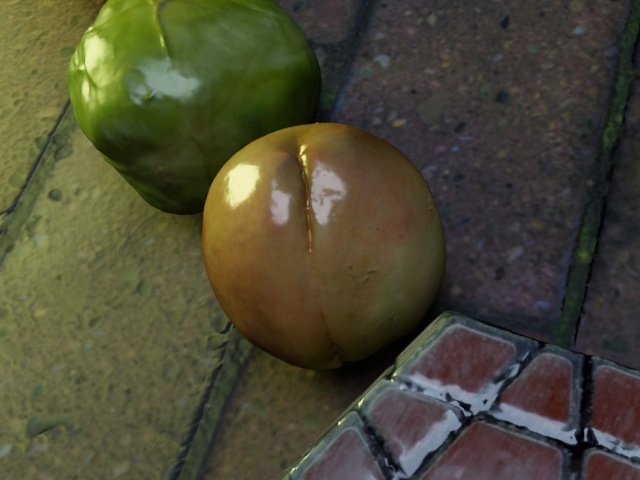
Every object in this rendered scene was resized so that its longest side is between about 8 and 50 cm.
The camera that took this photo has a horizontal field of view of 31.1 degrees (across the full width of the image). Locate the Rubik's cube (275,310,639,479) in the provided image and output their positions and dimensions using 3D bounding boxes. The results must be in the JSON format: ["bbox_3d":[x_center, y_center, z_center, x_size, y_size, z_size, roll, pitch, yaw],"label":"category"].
[{"bbox_3d":[0.106,0.187,0.632,0.319,0.319,0.264,18,88,24],"label":"Rubik's cube"}]

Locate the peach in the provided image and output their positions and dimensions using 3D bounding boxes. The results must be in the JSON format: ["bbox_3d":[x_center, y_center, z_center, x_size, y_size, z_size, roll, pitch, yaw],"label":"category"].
[{"bbox_3d":[0.000,0.000,0.847,0.184,0.184,0.184,-7,55,10],"label":"peach"}]

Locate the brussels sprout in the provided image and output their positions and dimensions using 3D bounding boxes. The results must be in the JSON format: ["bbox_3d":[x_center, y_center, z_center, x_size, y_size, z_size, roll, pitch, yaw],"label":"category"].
[{"bbox_3d":[-0.105,-0.131,0.970,0.223,0.161,0.223,-4,62,7],"label":"brussels sprout"}]
